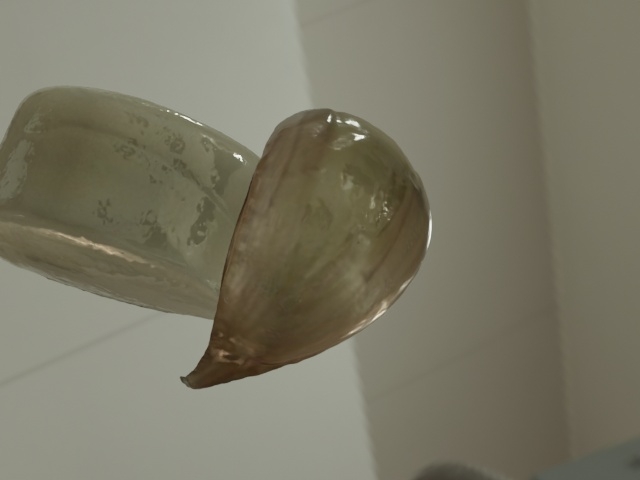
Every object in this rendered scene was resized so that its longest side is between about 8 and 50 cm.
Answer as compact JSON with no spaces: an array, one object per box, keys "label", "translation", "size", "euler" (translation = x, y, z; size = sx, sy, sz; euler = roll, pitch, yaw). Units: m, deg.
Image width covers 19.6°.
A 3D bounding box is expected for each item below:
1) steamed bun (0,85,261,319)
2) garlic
[{"label":"steamed bun","translation":[-0.162,-0.034,1.512],"size":[0.241,0.146,0.164],"euler":[14,-19,17]},{"label":"garlic","translation":[-0.006,-0.007,1.141],"size":[0.128,0.207,0.115],"euler":[11,-42,25]}]
